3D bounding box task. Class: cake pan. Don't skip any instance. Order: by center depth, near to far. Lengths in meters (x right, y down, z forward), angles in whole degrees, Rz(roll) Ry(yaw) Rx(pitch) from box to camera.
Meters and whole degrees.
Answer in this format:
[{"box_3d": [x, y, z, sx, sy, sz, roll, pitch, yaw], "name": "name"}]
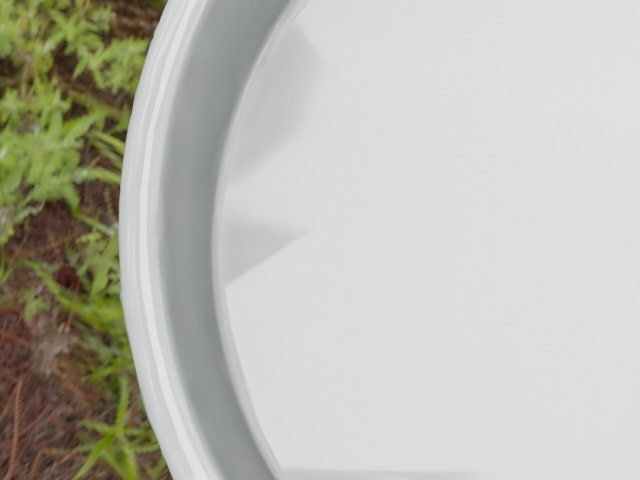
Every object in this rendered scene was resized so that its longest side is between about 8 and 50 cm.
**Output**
[{"box_3d": [0.096, -0.001, 0.387, 0.293, 0.054, 0.293, 0, 81, 0], "name": "cake pan"}]
